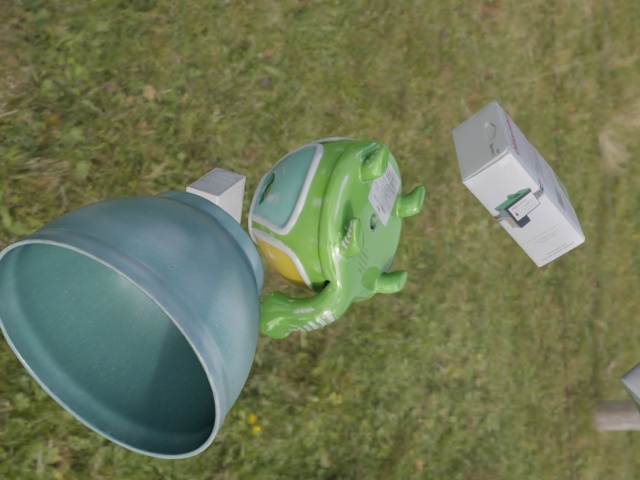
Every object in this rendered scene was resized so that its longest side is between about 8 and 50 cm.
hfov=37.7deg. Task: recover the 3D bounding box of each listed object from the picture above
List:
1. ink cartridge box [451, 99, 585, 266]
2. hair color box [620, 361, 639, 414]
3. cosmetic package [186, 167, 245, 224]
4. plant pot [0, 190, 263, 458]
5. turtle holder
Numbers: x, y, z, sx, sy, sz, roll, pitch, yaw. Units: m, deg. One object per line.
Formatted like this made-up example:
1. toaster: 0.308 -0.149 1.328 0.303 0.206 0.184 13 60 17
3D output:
1. ink cartridge box: 0.310 -0.091 1.486 0.219 0.093 0.160 43 26 -27
2. hair color box: 0.524 0.108 0.965 0.113 0.374 0.185 48 3 -45
3. cosmetic package: -0.177 0.013 1.490 0.099 0.061 0.238 -43 147 -58
4. plant pot: -0.183 0.066 1.038 0.196 0.293 0.293 -50 123 -42
5. turtle holder: 0.010 -0.005 1.488 0.243 0.228 0.320 1 95 -61
